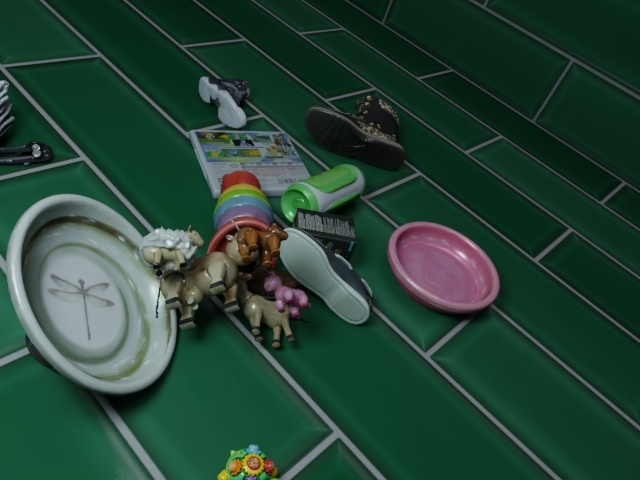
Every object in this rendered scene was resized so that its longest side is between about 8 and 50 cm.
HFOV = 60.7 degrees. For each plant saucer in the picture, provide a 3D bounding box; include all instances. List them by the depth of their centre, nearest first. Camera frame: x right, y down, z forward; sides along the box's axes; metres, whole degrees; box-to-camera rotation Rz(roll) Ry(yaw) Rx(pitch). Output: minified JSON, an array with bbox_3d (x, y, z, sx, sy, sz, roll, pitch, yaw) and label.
[{"bbox_3d":[-0.441,0.110,1.047,0.400,0.101,0.400,54,20,-31],"label":"plant saucer"},{"bbox_3d":[0.337,0.085,1.547,0.332,0.084,0.332,13,41,-12],"label":"plant saucer"}]

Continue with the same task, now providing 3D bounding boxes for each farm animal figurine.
[{"bbox_3d":[-0.192,0.080,1.169,0.327,0.330,0.172,-7,41,-9],"label":"farm animal figurine"}]

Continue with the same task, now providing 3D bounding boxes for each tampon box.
[{"bbox_3d":[0.000,0.000,1.457,0.161,0.120,0.101,11,42,-13],"label":"tampon box"}]

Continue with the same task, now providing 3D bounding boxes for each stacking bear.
[{"bbox_3d":[-0.204,-0.076,1.430,0.176,0.164,0.289,7,38,-18],"label":"stacking bear"}]

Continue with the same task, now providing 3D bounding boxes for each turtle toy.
[{"bbox_3d":[-0.115,0.422,0.980,0.130,0.066,0.095,39,43,19],"label":"turtle toy"}]

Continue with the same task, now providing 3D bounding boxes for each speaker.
[{"bbox_3d":[0.015,-0.139,1.597,0.131,0.131,0.297,38,36,17],"label":"speaker"}]

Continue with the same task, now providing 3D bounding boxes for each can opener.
[{"bbox_3d":[-0.787,-0.218,1.401,0.186,0.073,0.059,-15,91,-32],"label":"can opener"}]

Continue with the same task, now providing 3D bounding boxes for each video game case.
[{"bbox_3d":[-0.210,-0.241,1.695,0.329,0.036,0.300,-5,47,-28],"label":"video game case"}]

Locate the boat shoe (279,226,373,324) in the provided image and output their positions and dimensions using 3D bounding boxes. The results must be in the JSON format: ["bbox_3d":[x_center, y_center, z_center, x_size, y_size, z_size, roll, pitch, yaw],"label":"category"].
[{"bbox_3d":[0.013,0.076,1.351,0.302,0.114,0.091,51,31,-12],"label":"boat shoe"}]

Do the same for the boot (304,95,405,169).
[{"bbox_3d":[0.133,-0.422,1.970,0.378,0.138,0.284,20,41,-9],"label":"boot"}]

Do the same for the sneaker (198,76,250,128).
[{"bbox_3d":[-0.292,-0.482,1.869,0.153,0.101,0.268,-20,53,-36],"label":"sneaker"}]

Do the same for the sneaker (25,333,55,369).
[{"bbox_3d":[-0.537,0.134,1.078,0.101,0.106,0.267,-14,54,-37],"label":"sneaker"}]

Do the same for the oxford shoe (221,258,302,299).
[{"bbox_3d":[-0.140,0.087,1.318,0.227,0.096,0.082,3,39,-26],"label":"oxford shoe"}]

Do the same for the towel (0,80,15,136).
[{"bbox_3d":[-0.910,-0.280,1.323,0.235,0.121,0.283,1,41,1],"label":"towel"}]
